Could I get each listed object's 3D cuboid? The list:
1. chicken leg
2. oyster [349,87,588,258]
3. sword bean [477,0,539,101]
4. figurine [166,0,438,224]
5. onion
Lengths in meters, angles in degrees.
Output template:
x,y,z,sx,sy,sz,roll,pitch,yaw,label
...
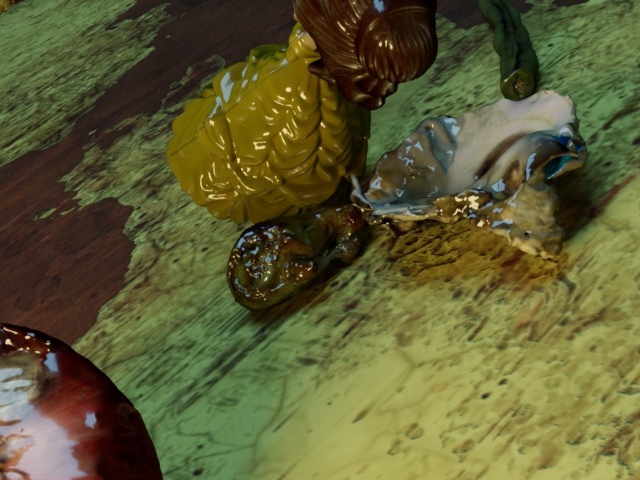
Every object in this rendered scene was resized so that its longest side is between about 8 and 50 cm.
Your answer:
x,y,z,sx,sy,sz,roll,pitch,yaw,label
0.000,0.000,1.176,0.178,0.070,0.093,-28,23,-28,chicken leg
0.131,-0.055,1.127,0.214,0.083,0.223,0,32,41,oyster
0.191,-0.205,1.415,0.043,0.038,0.269,1,27,0,sword bean
0.003,-0.148,1.150,0.315,0.187,0.168,128,154,-58,figurine
-0.220,0.200,0.893,0.272,0.195,0.272,-4,61,6,onion
